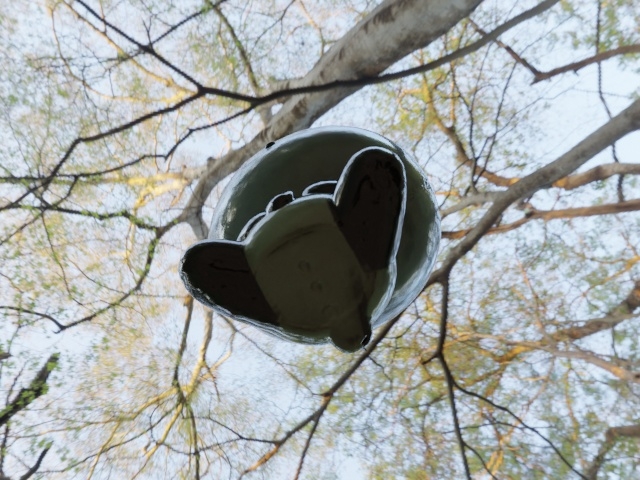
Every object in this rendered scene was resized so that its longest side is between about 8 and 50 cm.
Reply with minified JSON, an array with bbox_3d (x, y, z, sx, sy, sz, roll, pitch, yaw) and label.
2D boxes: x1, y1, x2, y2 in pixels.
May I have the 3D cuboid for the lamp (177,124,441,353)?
[{"bbox_3d":[0.000,0.000,0.448,0.198,0.244,0.197,0,-85,5],"label":"lamp"}]
